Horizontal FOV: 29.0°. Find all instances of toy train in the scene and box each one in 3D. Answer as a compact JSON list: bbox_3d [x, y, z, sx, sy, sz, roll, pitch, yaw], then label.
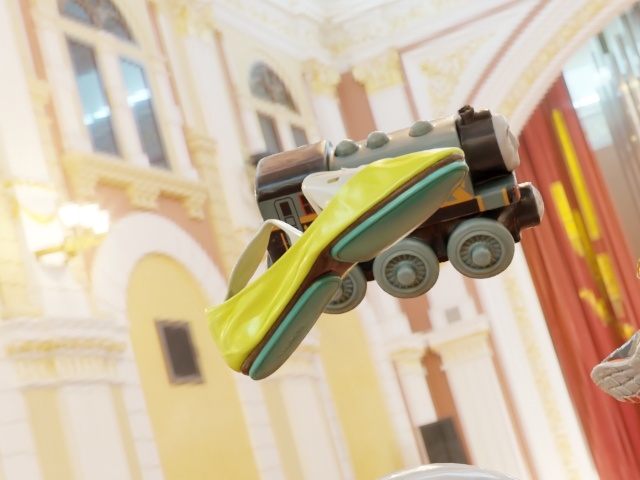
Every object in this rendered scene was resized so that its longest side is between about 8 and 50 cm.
[{"bbox_3d":[0.081,-0.038,1.422,0.334,0.190,0.142,-14,27,12],"label":"toy train"}]

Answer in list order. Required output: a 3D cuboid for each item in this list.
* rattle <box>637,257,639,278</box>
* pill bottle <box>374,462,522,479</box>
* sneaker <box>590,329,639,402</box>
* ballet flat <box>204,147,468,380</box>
[{"bbox_3d":[0.223,-0.011,0.755,0.143,0.130,0.200,11,12,39],"label":"rattle"},{"bbox_3d":[0.058,0.335,0.834,0.210,0.210,0.362,-10,-42,-26],"label":"pill bottle"},{"bbox_3d":[0.349,0.123,1.317,0.065,0.061,0.158,-49,0,-31],"label":"sneaker"},{"bbox_3d":[0.000,0.000,0.868,0.231,0.077,0.077,-47,-23,18],"label":"ballet flat"}]
